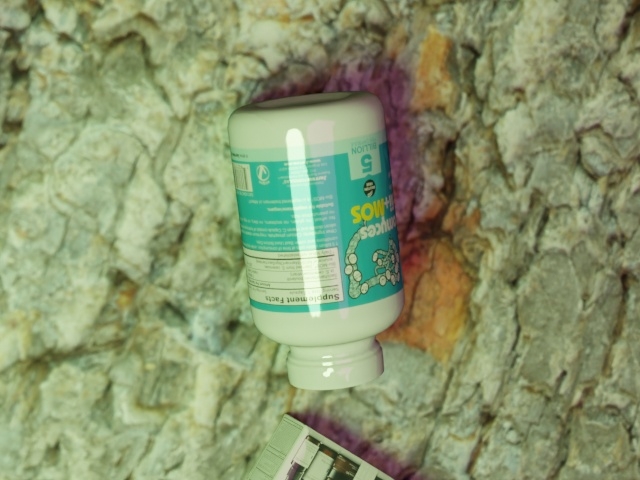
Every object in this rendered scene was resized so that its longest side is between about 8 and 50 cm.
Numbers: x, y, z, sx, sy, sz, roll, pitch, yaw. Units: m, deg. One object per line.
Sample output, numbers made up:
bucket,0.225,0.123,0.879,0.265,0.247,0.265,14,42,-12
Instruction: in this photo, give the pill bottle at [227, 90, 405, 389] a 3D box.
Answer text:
pill bottle,0.000,0.000,1.397,0.146,0.146,0.264,-12,102,-22

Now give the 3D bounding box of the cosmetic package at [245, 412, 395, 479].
cosmetic package,0.041,0.275,1.499,0.239,0.060,0.099,34,84,-24
